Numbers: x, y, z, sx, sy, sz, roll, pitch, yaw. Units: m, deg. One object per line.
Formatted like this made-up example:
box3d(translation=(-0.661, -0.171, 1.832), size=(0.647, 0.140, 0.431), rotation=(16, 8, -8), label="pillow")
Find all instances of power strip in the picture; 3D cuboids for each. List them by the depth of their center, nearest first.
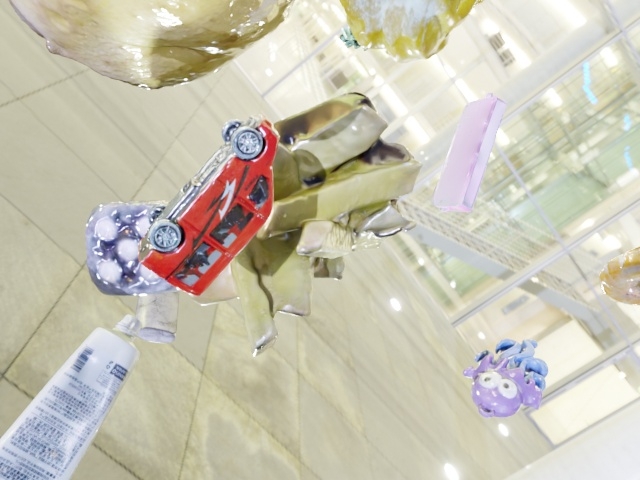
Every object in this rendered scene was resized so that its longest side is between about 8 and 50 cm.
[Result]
box3d(translation=(0.325, -0.188, 1.240), size=(0.037, 0.279, 0.109), rotation=(22, -5, -26), label="power strip")

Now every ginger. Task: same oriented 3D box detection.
box3d(translation=(0.000, 0.000, 0.903), size=(0.358, 0.413, 0.211), rotation=(31, 27, -40), label="ginger")

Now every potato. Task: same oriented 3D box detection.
box3d(translation=(-0.116, -0.244, 0.391), size=(0.242, 0.242, 0.286), rotation=(-104, 171, -60), label="potato")

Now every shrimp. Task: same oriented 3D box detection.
box3d(translation=(0.449, 0.043, 0.744), size=(0.095, 0.162, 0.045), rotation=(50, 48, 4), label="shrimp")

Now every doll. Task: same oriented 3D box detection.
box3d(translation=(0.272, 0.193, 0.814), size=(0.110, 0.067, 0.206), rotation=(19, 30, 28), label="doll")

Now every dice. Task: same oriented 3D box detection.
box3d(translation=(-0.343, 0.012, 1.112), size=(0.182, 0.183, 0.182), rotation=(-57, 144, -85), label="dice")

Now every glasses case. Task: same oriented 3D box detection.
box3d(translation=(-0.458, 0.149, 1.589), size=(0.114, 0.060, 0.299), rotation=(15, 39, -24), label="glasses case")

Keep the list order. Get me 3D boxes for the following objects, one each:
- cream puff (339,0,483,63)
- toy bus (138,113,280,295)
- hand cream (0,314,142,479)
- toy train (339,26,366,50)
box3d(translation=(0.170, -0.485, 1.020), size=(0.269, 0.274, 0.323), rotation=(-22, 83, -38), label="cream puff")
box3d(translation=(-0.105, -0.040, 0.593), size=(0.089, 0.195, 0.081), rotation=(40, 2, -25), label="toy bus")
box3d(translation=(-0.362, 0.252, 0.798), size=(0.124, 0.077, 0.341), rotation=(38, 60, -15), label="hand cream")
box3d(translation=(0.079, -0.418, 1.147), size=(0.083, 0.053, 0.033), rotation=(-4, 62, -32), label="toy train")
